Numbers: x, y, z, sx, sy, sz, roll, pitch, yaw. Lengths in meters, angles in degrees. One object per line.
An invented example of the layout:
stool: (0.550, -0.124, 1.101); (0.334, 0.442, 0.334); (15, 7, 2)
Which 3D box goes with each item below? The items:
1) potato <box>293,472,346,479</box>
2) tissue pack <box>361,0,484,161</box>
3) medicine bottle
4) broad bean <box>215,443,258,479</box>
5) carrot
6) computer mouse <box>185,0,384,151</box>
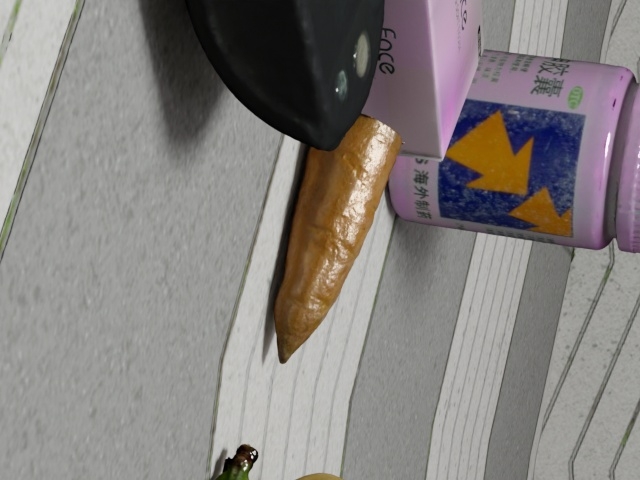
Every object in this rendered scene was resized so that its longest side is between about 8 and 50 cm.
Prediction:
potato: (-0.022, 0.252, 1.388); (0.109, 0.118, 0.178); (54, 51, -18)
tissue pack: (0.071, -0.199, 1.487); (0.246, 0.092, 0.148); (80, 25, -49)
medicine bottle: (0.223, -0.085, 1.716); (0.178, 0.290, 0.178); (10, 90, -73)
broad bean: (-0.091, 0.279, 1.282); (0.060, 0.043, 0.297); (84, 18, -69)
carrot: (0.000, 0.000, 1.425); (0.072, 0.072, 0.205); (48, 61, -70)
computer mouse: (-0.032, -0.186, 1.124); (0.170, 0.100, 0.269); (-72, 157, -43)
